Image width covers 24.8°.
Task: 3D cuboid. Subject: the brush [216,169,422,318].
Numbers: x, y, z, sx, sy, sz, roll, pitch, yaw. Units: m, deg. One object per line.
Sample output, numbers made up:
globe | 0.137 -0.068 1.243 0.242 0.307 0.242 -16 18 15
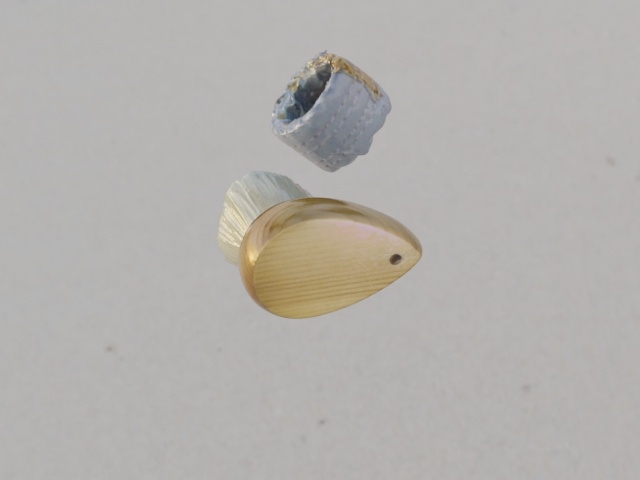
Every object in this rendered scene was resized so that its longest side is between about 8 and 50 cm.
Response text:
brush | 0.000 0.000 2.051 0.267 0.174 0.166 -4 29 -17

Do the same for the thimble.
thimble | 0.015 -0.185 2.109 0.151 0.118 0.127 -51 30 6
